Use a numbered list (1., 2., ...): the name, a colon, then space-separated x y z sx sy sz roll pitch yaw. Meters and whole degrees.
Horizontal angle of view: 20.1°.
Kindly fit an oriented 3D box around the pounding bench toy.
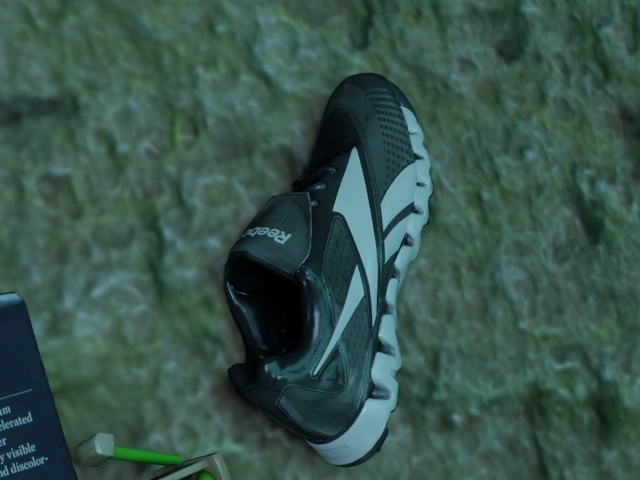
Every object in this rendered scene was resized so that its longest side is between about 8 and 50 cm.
1. pounding bench toy: -0.079 0.127 0.904 0.065 0.052 0.083 -20 90 -45

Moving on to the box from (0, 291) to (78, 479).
1. box: -0.174 0.142 0.743 0.108 0.153 0.207 -15 85 -44

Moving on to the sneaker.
1. sneaker: 0.000 0.000 1.003 0.106 0.078 0.234 26 61 -37
